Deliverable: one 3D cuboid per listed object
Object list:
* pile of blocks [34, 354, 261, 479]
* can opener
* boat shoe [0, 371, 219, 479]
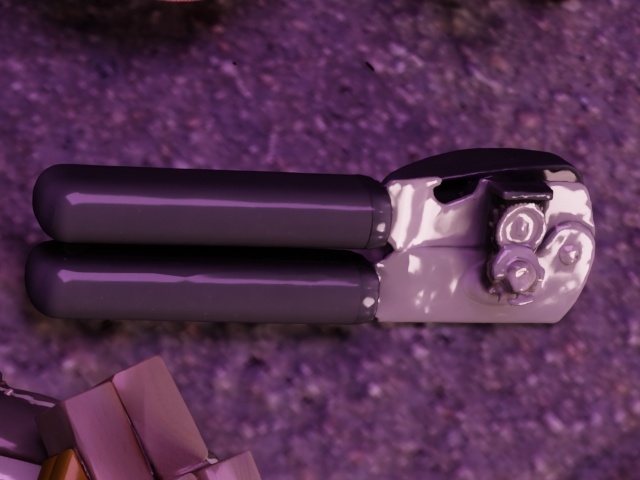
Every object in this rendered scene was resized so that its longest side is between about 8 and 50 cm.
[{"bbox_3d":[-0.105,0.199,0.618,0.149,0.113,0.362,17,71,-18],"label":"pile of blocks"},{"bbox_3d":[0.000,0.000,0.920,0.280,0.074,0.093,-1,21,-22],"label":"can opener"},{"bbox_3d":[-0.178,0.069,0.766,0.305,0.109,0.091,11,56,-8],"label":"boat shoe"}]
